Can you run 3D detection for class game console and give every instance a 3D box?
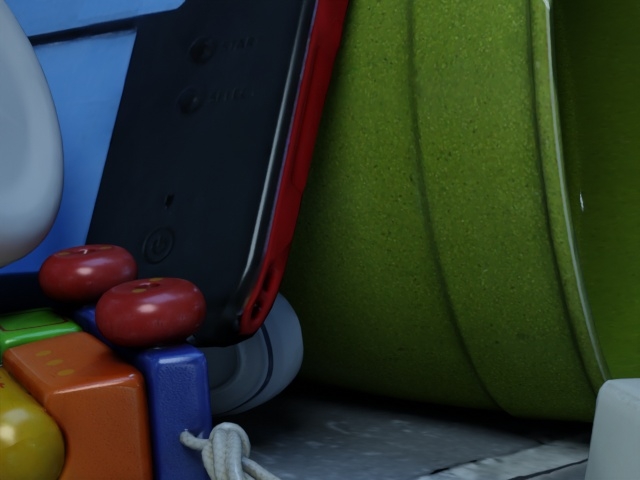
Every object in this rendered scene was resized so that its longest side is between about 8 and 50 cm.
[{"bbox_3d":[-0.150,-0.104,0.818,0.386,0.342,0.060,-4,-29,36],"label":"game console"}]

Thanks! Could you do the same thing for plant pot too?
[{"bbox_3d":[0.013,-0.063,0.920,0.353,0.366,0.366,-4,2,23],"label":"plant pot"}]

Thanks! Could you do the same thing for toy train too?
[{"bbox_3d":[-0.105,0.075,0.556,0.143,0.105,0.248,-9,12,-23],"label":"toy train"}]

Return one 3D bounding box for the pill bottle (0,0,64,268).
[{"bbox_3d":[-0.259,-0.021,0.666,0.264,0.153,0.153,-20,-2,19],"label":"pill bottle"}]

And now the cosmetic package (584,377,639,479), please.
[{"bbox_3d":[0.195,0.119,0.338,0.160,0.113,0.309,3,8,-19],"label":"cosmetic package"}]

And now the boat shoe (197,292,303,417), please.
[{"bbox_3d":[-0.112,0.060,0.802,0.226,0.083,0.076,-4,11,42],"label":"boat shoe"}]
